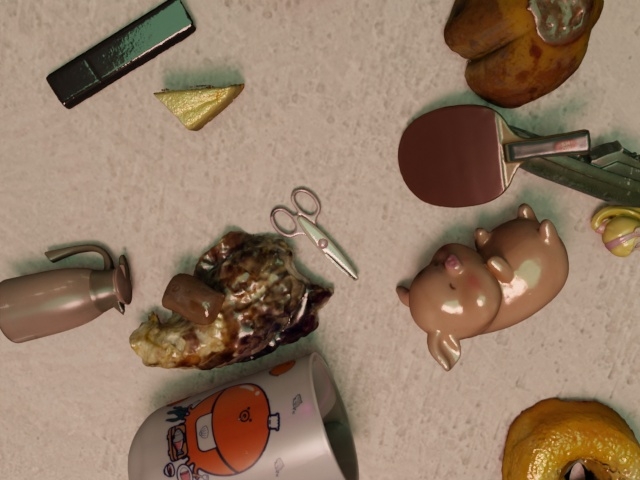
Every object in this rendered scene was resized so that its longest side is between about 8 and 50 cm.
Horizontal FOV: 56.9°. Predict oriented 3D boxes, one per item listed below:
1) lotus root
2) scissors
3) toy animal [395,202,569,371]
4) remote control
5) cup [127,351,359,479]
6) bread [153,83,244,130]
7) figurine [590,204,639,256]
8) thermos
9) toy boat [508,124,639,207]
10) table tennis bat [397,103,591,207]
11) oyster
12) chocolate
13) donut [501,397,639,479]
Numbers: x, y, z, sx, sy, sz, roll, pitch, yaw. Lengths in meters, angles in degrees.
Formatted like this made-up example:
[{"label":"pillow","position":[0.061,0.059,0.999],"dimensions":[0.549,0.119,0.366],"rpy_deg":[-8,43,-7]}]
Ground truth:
[{"label":"lotus root","position":[0.281,-0.287,0.802],"dimensions":[0.188,0.180,0.199],"rpy_deg":[20,101,-6]},{"label":"scissors","position":[0.000,0.000,0.948],"dimensions":[0.085,0.022,0.176],"rpy_deg":[-42,95,6]},{"label":"toy animal","position":[0.247,0.062,0.889],"dimensions":[0.250,0.166,0.154],"rpy_deg":[-26,112,3]},{"label":"remote control","position":[-0.304,-0.284,0.896],"dimensions":[0.245,0.025,0.063],"rpy_deg":[-29,104,8]},{"label":"cup","position":[-0.122,0.328,0.927],"dimensions":[0.318,0.212,0.212],"rpy_deg":[-21,101,7]},{"label":"bread","position":[-0.178,-0.221,0.874],"dimensions":[0.109,0.084,0.080],"rpy_deg":[-39,100,9]},{"label":"figurine","position":[0.516,-0.023,0.906],"dimensions":[0.188,0.083,0.083],"rpy_deg":[-9,102,10]},{"label":"thermos","position":[-0.401,0.075,0.944],"dimensions":[0.193,0.105,0.137],"rpy_deg":[-14,70,1]},{"label":"toy boat","position":[0.373,-0.126,0.880],"dimensions":[0.261,0.078,0.085],"rpy_deg":[21,121,0]},{"label":"table tennis bat","position":[0.245,-0.127,0.863],"dimensions":[0.275,0.021,0.154],"rpy_deg":[-4,107,27]},{"label":"oyster","position":[-0.137,0.110,0.939],"dimensions":[0.275,0.100,0.270],"rpy_deg":[23,87,1]},{"label":"chocolate","position":[-0.197,0.089,0.892],"dimensions":[0.101,0.031,0.064],"rpy_deg":[25,85,25]},{"label":"donut","position":[0.423,0.390,0.979],"dimensions":[0.254,0.118,0.253],"rpy_deg":[0,87,2]}]
